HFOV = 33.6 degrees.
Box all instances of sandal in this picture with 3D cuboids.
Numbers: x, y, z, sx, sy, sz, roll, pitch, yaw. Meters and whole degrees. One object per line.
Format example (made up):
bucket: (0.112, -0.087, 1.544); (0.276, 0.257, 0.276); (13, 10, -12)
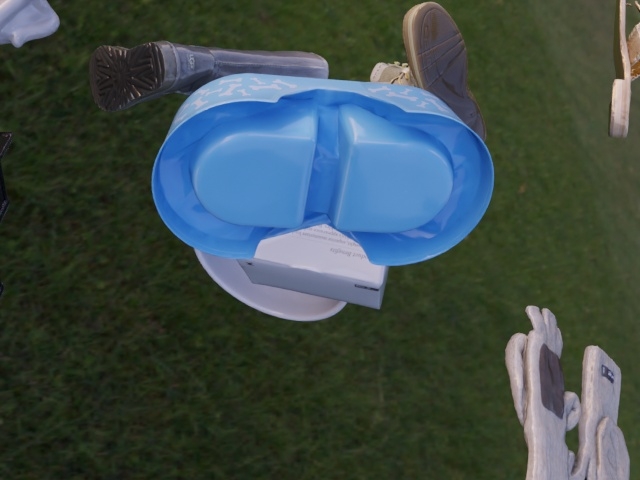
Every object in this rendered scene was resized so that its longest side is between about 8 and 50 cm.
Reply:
sandal: (0.432, -0.245, 1.416); (0.088, 0.079, 0.240); (65, 32, -67)

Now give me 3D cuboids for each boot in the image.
boot: (-0.125, -0.181, 1.159); (0.208, 0.189, 0.076); (-12, 103, -40)
boot: (0.116, -0.210, 1.341); (0.077, 0.165, 0.213); (-37, 126, -18)

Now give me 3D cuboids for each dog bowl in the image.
dog bowl: (0.001, -0.067, 0.936); (0.297, 0.166, 0.074); (2, 38, -11)
dog bowl: (-0.061, 0.004, 1.659); (0.265, 0.264, 0.104); (50, 47, -28)

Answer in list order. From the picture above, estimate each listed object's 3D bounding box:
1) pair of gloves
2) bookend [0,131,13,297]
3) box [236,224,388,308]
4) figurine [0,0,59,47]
pair of gloves: (0.236, 0.183, 1.013); (0.240, 0.042, 0.204); (32, 52, -49)
bookend: (-0.344, -0.003, 1.039); (0.156, 0.072, 0.157); (-91, -179, -59)
box: (0.000, 0.000, 1.321); (0.182, 0.180, 0.119); (78, 24, -77)
figurine: (-0.473, -0.298, 1.340); (0.215, 0.209, 0.092); (52, -5, 15)
